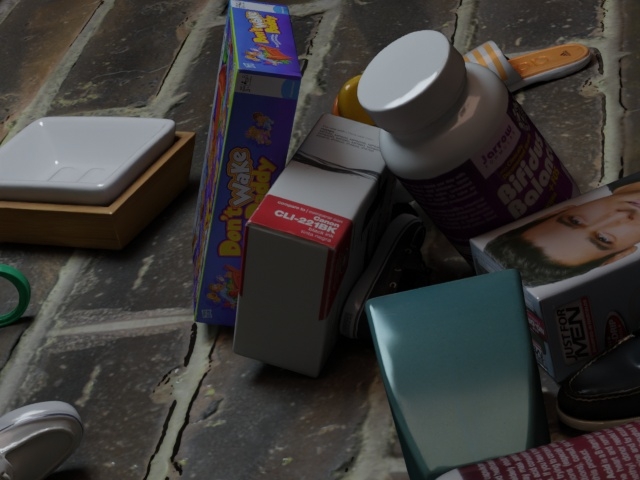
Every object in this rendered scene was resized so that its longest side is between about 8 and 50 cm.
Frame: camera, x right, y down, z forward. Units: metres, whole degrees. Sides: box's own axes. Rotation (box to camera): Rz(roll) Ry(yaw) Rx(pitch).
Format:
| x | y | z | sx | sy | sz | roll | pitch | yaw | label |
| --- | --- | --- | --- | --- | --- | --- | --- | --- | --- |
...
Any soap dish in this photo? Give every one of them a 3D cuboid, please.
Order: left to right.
| x | y | z | sx | sy | sz | roll | pitch | yaw | label |
| --- | --- | --- | --- | --- | --- | --- | --- | --- | --- |
| -0.352 | -0.084 | 2.347 | 0.291 | 0.118 | 0.229 | 4 | 34 | 30 | soap dish |

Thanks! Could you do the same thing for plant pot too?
| x | y | z | sx | sy | sz | roll | pitch | yaw | label |
| --- | --- | --- | --- | --- | --- | --- | --- | --- | --- |
| 0.149 | 0.178 | 1.618 | 0.165 | 0.165 | 0.234 | -12 | 37 | 5 | plant pot |

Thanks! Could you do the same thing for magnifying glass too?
| x | y | z | sx | sy | sz | roll | pitch | yaw | label |
| --- | --- | --- | --- | --- | --- | --- | --- | --- | --- |
| -0.496 | 0.097 | 2.147 | 0.231 | 0.092 | 0.026 | -22 | 31 | 8 | magnifying glass |

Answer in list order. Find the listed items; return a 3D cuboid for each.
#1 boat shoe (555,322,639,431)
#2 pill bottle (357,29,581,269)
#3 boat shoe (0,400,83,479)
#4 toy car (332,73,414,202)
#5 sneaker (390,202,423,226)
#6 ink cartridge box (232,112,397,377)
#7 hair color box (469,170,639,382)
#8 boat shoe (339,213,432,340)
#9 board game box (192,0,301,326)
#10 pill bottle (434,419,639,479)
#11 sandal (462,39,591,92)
| x | y | z | sx | sy | sz | roll | pitch | yaw | label |
| --- | --- | --- | --- | --- | --- | --- | --- | --- | --- |
| 0.397 | 0.093 | 1.691 | 0.340 | 0.113 | 0.127 | -19 | 29 | -7 | boat shoe |
| 0.175 | -0.104 | 1.905 | 0.169 | 0.301 | 0.169 | -25 | 39 | 23 | pill bottle |
| -0.372 | 0.273 | 1.757 | 0.267 | 0.096 | 0.088 | -26 | 35 | -18 | boat shoe |
| 0.095 | -0.141 | 2.095 | 0.159 | 0.182 | 0.136 | -54 | 6 | -12 | toy car |
| 0.049 | -0.064 | 2.146 | 0.084 | 0.097 | 0.234 | -28 | 31 | -21 | sneaker |
| 0.000 | 0.000 | 1.933 | 0.114 | 0.197 | 0.273 | 16 | 37 | 11 | ink cartridge box |
| 0.383 | 0.011 | 1.839 | 0.374 | 0.113 | 0.185 | -22 | 27 | -12 | hair color box |
| 0.097 | 0.048 | 1.958 | 0.076 | 0.080 | 0.228 | 16 | 35 | 16 | boat shoe |
| -0.098 | -0.099 | 2.017 | 0.078 | 0.347 | 0.233 | 7 | 27 | -9 | board game box |
| 0.216 | 0.279 | 1.338 | 0.392 | 0.224 | 0.224 | -15 | 29 | 0 | pill bottle |
| 0.278 | -0.272 | 2.425 | 0.265 | 0.076 | 0.102 | -20 | 29 | -8 | sandal |
